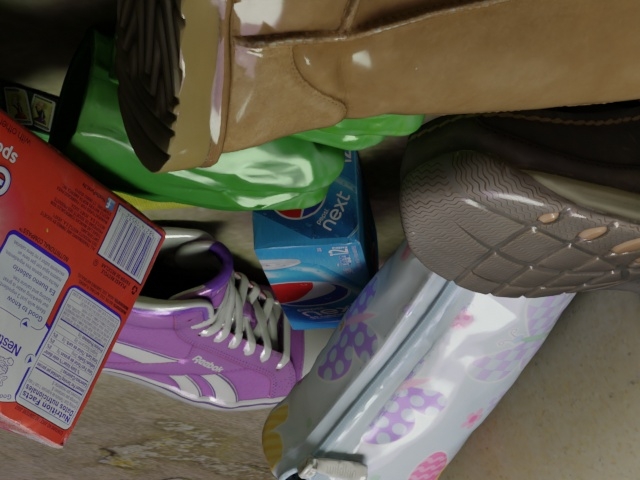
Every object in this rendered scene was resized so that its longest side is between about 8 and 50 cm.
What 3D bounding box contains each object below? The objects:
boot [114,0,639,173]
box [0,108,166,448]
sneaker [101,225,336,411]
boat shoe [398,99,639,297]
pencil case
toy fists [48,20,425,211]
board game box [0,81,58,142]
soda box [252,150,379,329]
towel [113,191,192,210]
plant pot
[{"bbox_3d":[0.060,-0.141,0.669,0.270,0.089,0.236,-12,137,-23],"label":"boot"},{"bbox_3d":[-0.213,-0.014,0.846,0.123,0.128,0.257,12,162,41],"label":"box"},{"bbox_3d":[-0.073,0.057,1.303,0.282,0.102,0.161,9,157,-34],"label":"sneaker"},{"bbox_3d":[0.159,-0.042,0.949,0.132,0.130,0.355,-17,164,37],"label":"boat shoe"},{"bbox_3d":[0.069,0.058,1.104,0.124,0.113,0.273,-2,135,-48],"label":"pencil case"},{"bbox_3d":[-0.036,-0.081,0.860,0.142,0.096,0.279,15,160,-17],"label":"toy fists"},{"bbox_3d":[-0.274,-0.076,0.953,0.136,0.030,0.260,-19,157,38],"label":"board game box"},{"bbox_3d":[0.000,0.000,1.166,0.067,0.071,0.210,-4,163,5],"label":"soda box"},{"bbox_3d":[-0.166,-0.031,1.127,0.237,0.021,0.102,-6,164,10],"label":"towel"},{"bbox_3d":[0.231,0.109,1.215,0.334,0.333,0.305,5,151,-24],"label":"plant pot"}]
